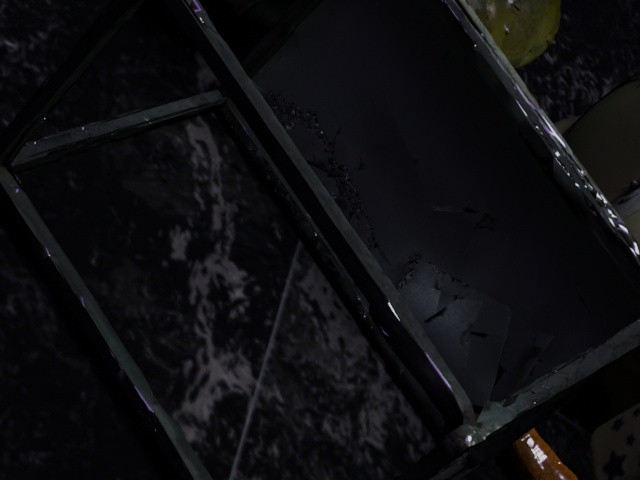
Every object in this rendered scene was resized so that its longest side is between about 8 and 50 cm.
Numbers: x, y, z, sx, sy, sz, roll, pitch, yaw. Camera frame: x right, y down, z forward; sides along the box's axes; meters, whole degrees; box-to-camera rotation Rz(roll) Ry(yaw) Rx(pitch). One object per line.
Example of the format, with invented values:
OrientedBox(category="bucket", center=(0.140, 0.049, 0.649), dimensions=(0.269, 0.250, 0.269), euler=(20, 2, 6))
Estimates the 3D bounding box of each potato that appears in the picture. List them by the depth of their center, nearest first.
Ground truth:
OrientedBox(category="potato", center=(0.108, -0.187, 1.532), dimensions=(0.225, 0.090, 0.117), euler=(-13, 74, -40))

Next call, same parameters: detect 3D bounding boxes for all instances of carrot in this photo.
OrientedBox(category="carrot", center=(0.178, 0.196, 1.309), dimensions=(0.047, 0.047, 0.191), euler=(-11, 65, -47))

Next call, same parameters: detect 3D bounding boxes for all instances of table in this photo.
OrientedBox(category="table", center=(0.000, 0.000, 1.171), dimensions=(0.272, 0.222, 0.335), euler=(-22, 74, -51))

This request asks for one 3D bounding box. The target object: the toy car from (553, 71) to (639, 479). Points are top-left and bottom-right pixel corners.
OrientedBox(category="toy car", center=(0.265, 0.017, 1.388), dimensions=(0.226, 0.242, 0.336), euler=(-1, 62, -44))

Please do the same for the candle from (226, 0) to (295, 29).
OrientedBox(category="candle", center=(-0.078, -0.296, 1.348), dimensions=(0.342, 0.221, 0.221), euler=(27, 43, -13))
